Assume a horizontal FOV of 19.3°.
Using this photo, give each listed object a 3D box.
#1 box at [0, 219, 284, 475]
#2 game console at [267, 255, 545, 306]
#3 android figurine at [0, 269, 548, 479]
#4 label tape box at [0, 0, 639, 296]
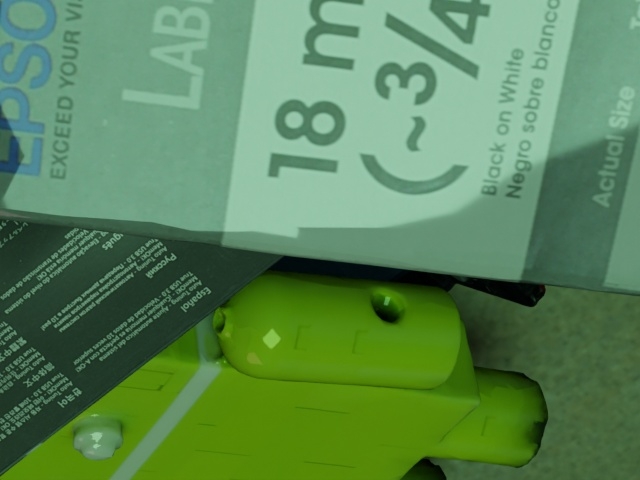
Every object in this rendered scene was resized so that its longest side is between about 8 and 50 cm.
[{"bbox_3d":[-0.033,-0.082,0.647,0.307,0.242,0.076,-38,115,13],"label":"box"},{"bbox_3d":[0.000,0.000,0.786,0.144,0.124,0.085,42,80,-24],"label":"game console"},{"bbox_3d":[-0.048,0.084,0.784,0.272,0.056,0.248,9,143,-29],"label":"android figurine"},{"bbox_3d":[-0.019,-0.124,0.435,0.333,0.106,0.241,7,109,-6],"label":"label tape box"}]
